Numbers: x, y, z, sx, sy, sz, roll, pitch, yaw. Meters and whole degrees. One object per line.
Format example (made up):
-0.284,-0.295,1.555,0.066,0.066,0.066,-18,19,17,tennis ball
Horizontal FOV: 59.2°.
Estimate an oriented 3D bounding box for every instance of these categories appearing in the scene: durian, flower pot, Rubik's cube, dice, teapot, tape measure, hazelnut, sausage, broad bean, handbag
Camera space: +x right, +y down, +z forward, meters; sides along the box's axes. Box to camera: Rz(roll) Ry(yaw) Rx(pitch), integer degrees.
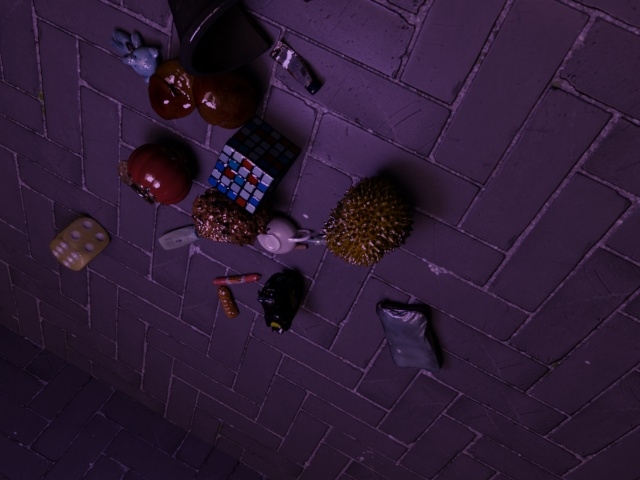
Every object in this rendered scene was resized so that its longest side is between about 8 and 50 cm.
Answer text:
0.132,-0.041,1.624,0.258,0.258,0.293,36,140,-2,durian
-0.233,-0.598,1.336,0.379,0.379,0.251,-32,91,42,flower pot
-0.200,-0.225,1.690,0.184,0.187,0.182,35,134,-5,Rubik's cube
-0.999,0.013,2.341,0.166,0.169,0.169,47,134,-13,dice
-0.139,-0.015,1.903,0.226,0.092,0.145,5,129,22,teapot
-0.139,0.209,2.022,0.112,0.186,0.199,13,136,26,tape measure
-0.269,-0.411,1.577,0.177,0.178,0.204,-11,162,35,hazelnut
-0.327,0.153,2.184,0.253,0.034,0.034,-9,122,33,sausage
-0.431,-0.445,1.668,0.228,0.122,0.156,-26,97,52,broad bean
0.310,0.339,1.965,0.191,0.075,0.332,2,130,32,handbag

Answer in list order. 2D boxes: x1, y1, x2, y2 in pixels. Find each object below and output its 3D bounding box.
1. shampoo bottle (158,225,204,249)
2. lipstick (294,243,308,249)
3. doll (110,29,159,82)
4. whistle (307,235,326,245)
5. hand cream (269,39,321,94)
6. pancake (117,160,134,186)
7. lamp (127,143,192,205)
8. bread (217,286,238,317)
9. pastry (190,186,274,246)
-0.529,-0.012,2.145,0.212,0.049,0.072,-14,114,36,shampoo bottle
-0.088,0.022,1.951,0.094,0.019,0.019,-1,126,30,lipstick
-0.565,-0.560,1.688,0.179,0.075,0.120,33,132,0,doll
0.000,0.000,1.873,0.100,0.035,0.035,2,127,30,whistle
-0.066,-0.464,1.525,0.163,0.039,0.062,46,136,-4,hand cream
-0.703,-0.242,2.076,0.114,0.011,0.115,15,132,18,pancake
-0.526,-0.223,1.866,0.226,0.227,0.227,15,132,17,lamp
-0.377,0.252,2.285,0.052,0.044,0.157,3,128,23,bread
-0.281,-0.067,1.806,0.274,0.275,0.193,23,116,10,pastry
